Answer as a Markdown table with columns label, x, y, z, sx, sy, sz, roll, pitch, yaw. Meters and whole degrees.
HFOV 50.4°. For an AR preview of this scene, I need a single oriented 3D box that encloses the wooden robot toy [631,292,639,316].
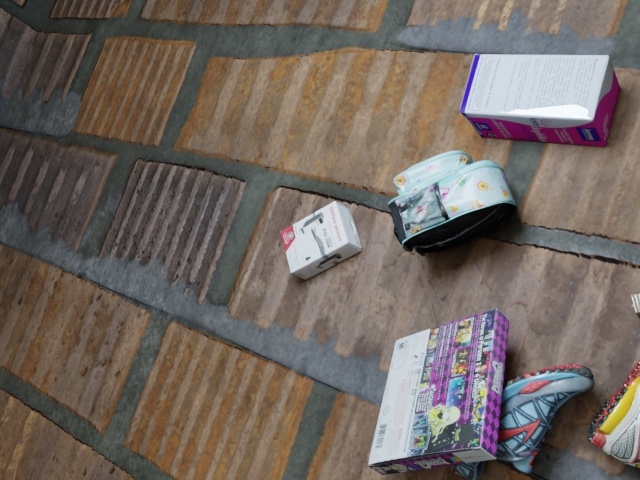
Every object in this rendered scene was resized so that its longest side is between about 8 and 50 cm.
| label | x | y | z | sx | sy | sz | roll | pitch | yaw |
| --- | --- | --- | --- | --- | --- | --- | --- | --- | --- |
| wooden robot toy | 0.517 | 0.073 | 0.931 | 0.173 | 0.079 | 0.076 | 1 | 74 | 33 |

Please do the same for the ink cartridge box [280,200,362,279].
| label | x | y | z | sx | sy | sz | roll | pitch | yaw |
| --- | --- | --- | --- | --- | --- | --- | --- | --- | --- |
| ink cartridge box | 0.000 | 0.000 | 1.309 | 0.135 | 0.056 | 0.099 | -29 | 59 | 22 |

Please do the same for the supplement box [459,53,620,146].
| label | x | y | z | sx | sy | sz | roll | pitch | yaw |
| --- | --- | --- | --- | --- | --- | --- | --- | --- | --- |
| supplement box | 0.361 | -0.233 | 1.120 | 0.220 | 0.111 | 0.114 | 10 | 80 | 36 |

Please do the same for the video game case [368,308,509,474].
| label | x | y | z | sx | sy | sz | roll | pitch | yaw |
| --- | --- | --- | --- | --- | --- | --- | --- | --- | --- |
| video game case | 0.180 | 0.230 | 1.032 | 0.210 | 0.042 | 0.232 | -27 | 32 | 41 |

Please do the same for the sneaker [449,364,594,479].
| label | x | y | z | sx | sy | sz | roll | pitch | yaw |
| --- | --- | --- | --- | --- | --- | --- | --- | --- | --- |
| sneaker | 0.299 | 0.274 | 1.006 | 0.262 | 0.104 | 0.125 | -37 | 67 | 27 |

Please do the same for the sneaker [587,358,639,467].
| label | x | y | z | sx | sy | sz | roll | pitch | yaw |
| --- | --- | --- | --- | --- | --- | --- | --- | --- | --- |
| sneaker | 0.467 | 0.208 | 0.927 | 0.092 | 0.088 | 0.225 | 37 | 96 | 16 |

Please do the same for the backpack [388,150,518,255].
| label | x | y | z | sx | sy | sz | roll | pitch | yaw |
| --- | --- | --- | --- | --- | --- | --- | --- | --- | --- |
| backpack | 0.221 | -0.066 | 1.120 | 0.188 | 0.166 | 0.144 | -16 | 75 | 25 |
